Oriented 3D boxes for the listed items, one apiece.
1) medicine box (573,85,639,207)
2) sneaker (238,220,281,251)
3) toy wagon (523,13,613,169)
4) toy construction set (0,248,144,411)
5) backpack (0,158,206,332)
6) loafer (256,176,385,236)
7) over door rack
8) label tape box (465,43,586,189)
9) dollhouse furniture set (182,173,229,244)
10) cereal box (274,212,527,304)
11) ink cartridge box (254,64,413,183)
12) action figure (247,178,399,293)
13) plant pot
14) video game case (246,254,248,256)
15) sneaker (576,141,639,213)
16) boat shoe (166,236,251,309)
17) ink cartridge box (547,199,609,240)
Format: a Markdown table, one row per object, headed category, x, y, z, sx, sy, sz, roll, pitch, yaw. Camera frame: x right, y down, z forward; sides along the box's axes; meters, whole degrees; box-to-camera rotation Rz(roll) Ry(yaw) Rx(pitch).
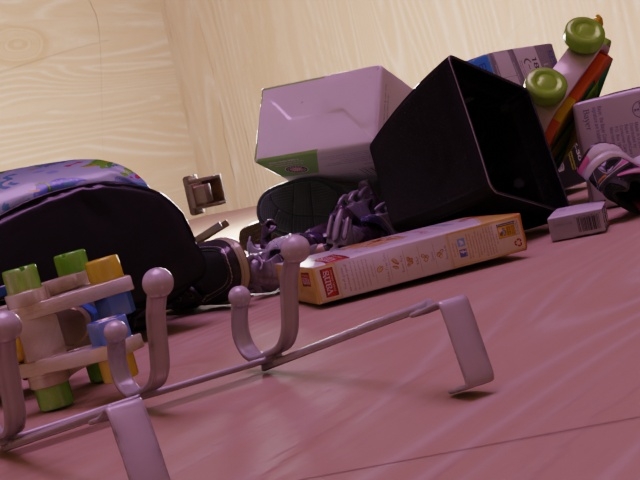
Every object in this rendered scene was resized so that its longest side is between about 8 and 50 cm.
| category | x | y | z | sx | sy | sz | roll | pitch | yaw |
| --- | --- | --- | --- | --- | --- | --- | --- | --- | --- |
| medicine box | 0.519 | -0.153 | 1.740 | 0.289 | 0.149 | 0.263 | -10 | 5 | 23 |
| sneaker | -0.063 | -0.020 | 2.204 | 0.071 | 0.066 | 0.188 | -15 | 5 | -41 |
| toy wagon | 0.343 | -0.194 | 1.811 | 0.344 | 0.068 | 0.267 | -51 | -18 | -30 |
| toy construction set | -0.310 | 0.088 | 1.088 | 0.328 | 0.151 | 0.215 | -2 | 4 | -4 |
| backpack | -0.329 | 0.020 | 1.483 | 0.290 | 0.273 | 0.355 | -21 | -5 | -19 |
| loafer | 0.044 | -0.039 | 1.807 | 0.268 | 0.096 | 0.084 | -3 | -12 | 20 |
| over door rack | -0.079 | 0.069 | 0.831 | 0.240 | 0.108 | 0.324 | -16 | 6 | -29 |
| label tape box | 0.348 | -0.194 | 2.085 | 0.106 | 0.240 | 0.334 | -18 | 0 | 38 |
| dollhouse furniture set | -0.196 | -0.003 | 1.728 | 0.101 | 0.160 | 0.182 | -11 | 4 | 17 |
| cereal box | 0.084 | 0.019 | 1.401 | 0.240 | 0.047 | 0.173 | -13 | 3 | -15 |
| ink cartridge box | 0.089 | -0.126 | 1.873 | 0.207 | 0.119 | 0.353 | -7 | -19 | 32 |
| action figure | 0.000 | 0.000 | 1.593 | 0.185 | 0.099 | 0.285 | -1 | 14 | 44 |
| plant pot | 0.174 | -0.092 | 1.588 | 0.167 | 0.187 | 0.188 | -30 | -26 | 34 |
| video game case | 0.000 | 0.017 | 1.822 | 0.206 | 0.026 | 0.227 | -13 | 5 | -17 |
| sneaker | 0.387 | -0.062 | 1.544 | 0.178 | 0.077 | 0.072 | 4 | -45 | -36 |
| boat shoe | -0.161 | 0.049 | 1.523 | 0.073 | 0.080 | 0.224 | -15 | 0 | -33 |
| ink cartridge box | 0.302 | -0.024 | 1.482 | 0.063 | 0.029 | 0.115 | -11 | 3 | 16 |
